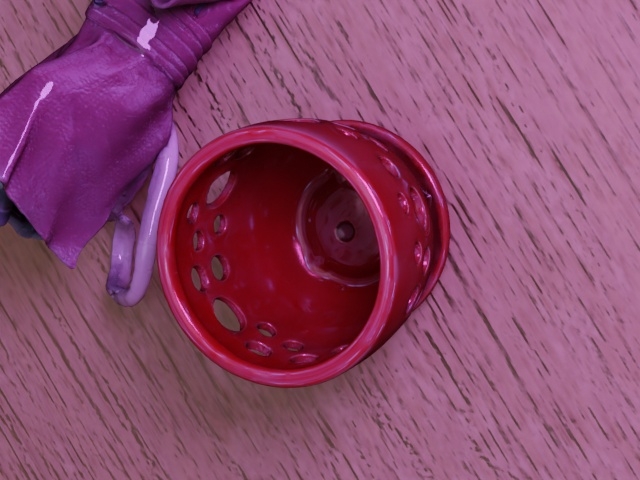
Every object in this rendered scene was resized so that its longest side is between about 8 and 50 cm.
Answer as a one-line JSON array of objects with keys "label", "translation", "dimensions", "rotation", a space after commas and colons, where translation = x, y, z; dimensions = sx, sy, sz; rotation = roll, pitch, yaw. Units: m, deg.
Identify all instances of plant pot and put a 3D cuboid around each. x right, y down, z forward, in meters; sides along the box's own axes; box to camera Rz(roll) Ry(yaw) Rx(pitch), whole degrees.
[{"label": "plant pot", "translation": [0.000, 0.000, 1.207], "dimensions": [0.191, 0.174, 0.191], "rotation": [5, 101, 25]}]

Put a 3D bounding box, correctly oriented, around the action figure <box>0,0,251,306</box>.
[{"label": "action figure", "translation": [-0.129, -0.149, 1.235], "dimensions": [0.275, 0.248, 0.370], "rotation": [40, 90, -22]}]
